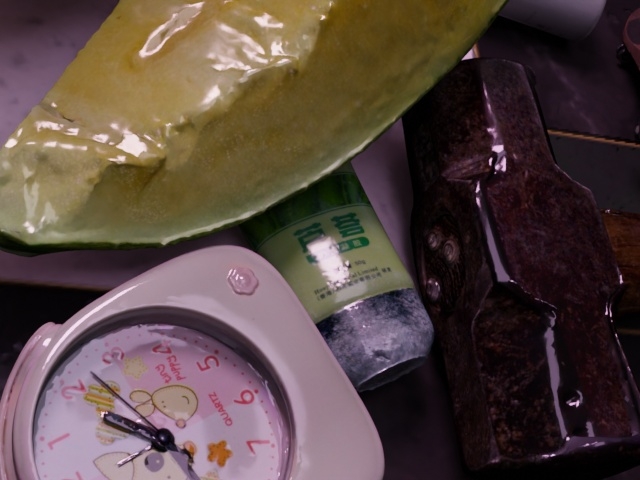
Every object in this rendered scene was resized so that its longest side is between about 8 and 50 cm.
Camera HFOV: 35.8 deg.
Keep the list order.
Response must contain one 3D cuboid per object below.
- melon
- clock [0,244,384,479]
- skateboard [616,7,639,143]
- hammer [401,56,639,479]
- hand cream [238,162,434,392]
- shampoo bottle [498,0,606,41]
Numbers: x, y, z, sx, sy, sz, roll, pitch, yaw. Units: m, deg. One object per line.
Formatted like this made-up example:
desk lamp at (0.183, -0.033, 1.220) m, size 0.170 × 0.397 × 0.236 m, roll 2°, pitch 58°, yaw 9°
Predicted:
melon at (-0.051, -0.105, 0.532) m, size 0.196 × 0.124 × 0.323 m, roll 37°, pitch 77°, yaw 25°
clock at (-0.077, 0.096, 0.464) m, size 0.191 × 0.062 × 0.151 m, roll -24°, pitch 75°, yaw -30°
skateboard at (0.252, -0.133, 0.701) m, size 0.067 × 0.080 × 0.151 m, roll 8°, pitch 43°, yaw -9°
hammer at (0.243, 0.019, 0.636) m, size 0.408 × 0.095 × 0.242 m, roll 1°, pitch 63°, yaw -28°
hand cream at (0.000, 0.000, 0.557) m, size 0.095 × 0.046 × 0.175 m, roll -19°, pitch 68°, yaw -20°
shampoo bottle at (0.106, -0.196, 0.703) m, size 0.195 × 0.056 × 0.056 m, roll 15°, pitch 58°, yaw -13°
